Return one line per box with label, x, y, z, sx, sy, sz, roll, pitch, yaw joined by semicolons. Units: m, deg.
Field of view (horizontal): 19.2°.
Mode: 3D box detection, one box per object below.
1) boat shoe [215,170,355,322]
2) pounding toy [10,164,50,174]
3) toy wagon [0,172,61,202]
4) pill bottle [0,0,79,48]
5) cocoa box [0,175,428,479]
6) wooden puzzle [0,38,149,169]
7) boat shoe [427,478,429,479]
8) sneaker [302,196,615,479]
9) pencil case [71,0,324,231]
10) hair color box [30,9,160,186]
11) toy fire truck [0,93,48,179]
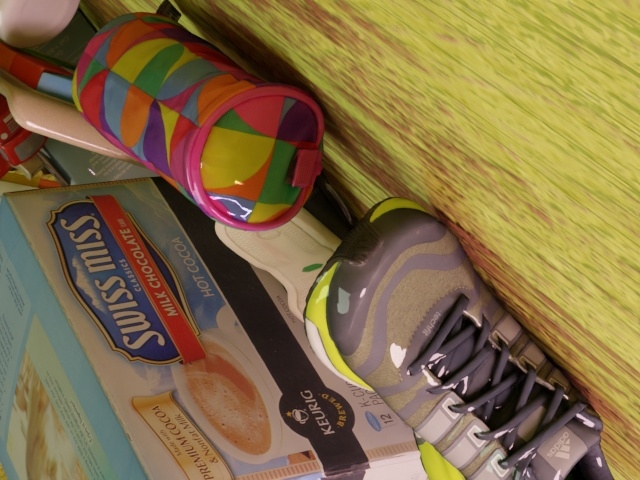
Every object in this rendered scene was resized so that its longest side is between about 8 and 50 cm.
boat shoe;0.000;0.000;1.347;0.233;0.084;0.079;48;-148;-52
pounding toy;-0.302;-0.172;2.193;0.269;0.155;0.154;152;105;-73
toy wagon;-0.252;-0.019;2.282;0.267;0.068;0.344;11;179;44
pill bottle;-0.283;-0.242;1.644;0.152;0.086;0.086;45;172;29
cocoa box;-0.109;0.140;1.485;0.347;0.228;0.231;57;142;39
wooden puzzle;-0.199;-0.124;1.647;0.221;0.044;0.239;18;-168;-31
boat shoe;0.040;0.171;1.753;0.341;0.110;0.121;44;171;36
sneaker;0.097;0.083;1.087;0.121;0.111;0.300;27;165;44
pencil case;-0.079;-0.082;1.222;0.104;0.104;0.236;53;173;-30
hair color box;-0.223;-0.100;1.912;0.374;0.113;0.185;52;172;-28
toy fire truck;-0.297;-0.099;1.759;0.192;0.047;0.135;30;160;50
